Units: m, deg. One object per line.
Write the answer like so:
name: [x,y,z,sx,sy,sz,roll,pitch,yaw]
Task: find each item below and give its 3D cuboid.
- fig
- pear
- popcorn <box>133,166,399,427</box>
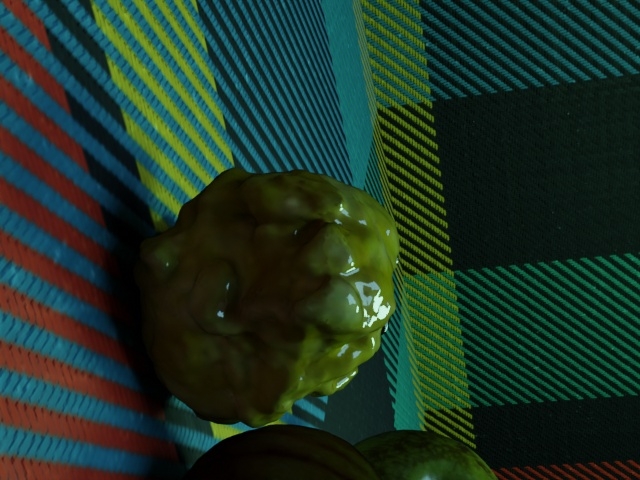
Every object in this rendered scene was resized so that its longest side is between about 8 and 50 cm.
fig: [-0.018,0.253,0.660,0.235,0.214,0.235,165,-90,-77]
pear: [0.103,0.374,1.093,0.283,0.283,0.284,-6,90,-80]
popcorn: [-0.040,0.048,0.684,0.253,0.191,0.190,76,24,-79]
